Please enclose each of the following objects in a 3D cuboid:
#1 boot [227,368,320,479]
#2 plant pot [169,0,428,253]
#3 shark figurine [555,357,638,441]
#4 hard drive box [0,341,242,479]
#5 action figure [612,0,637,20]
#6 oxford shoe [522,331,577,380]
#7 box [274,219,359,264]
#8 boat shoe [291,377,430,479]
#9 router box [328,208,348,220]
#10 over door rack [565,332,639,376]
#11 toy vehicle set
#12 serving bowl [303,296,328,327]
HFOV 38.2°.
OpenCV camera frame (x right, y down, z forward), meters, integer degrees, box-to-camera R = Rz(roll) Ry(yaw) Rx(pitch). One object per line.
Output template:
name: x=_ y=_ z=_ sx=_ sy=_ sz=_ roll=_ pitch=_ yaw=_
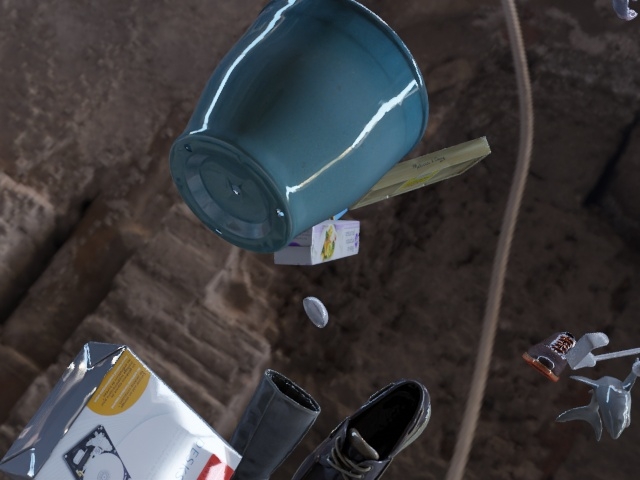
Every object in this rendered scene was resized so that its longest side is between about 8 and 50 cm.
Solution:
boot: x=-0.119 y=0.282 z=1.378 sx=0.189 sy=0.076 sz=0.208 roll=28 pitch=-65 yaw=10
plant pot: x=-0.045 y=-0.131 z=1.157 sx=0.271 sy=0.255 sz=0.272 roll=26 pitch=-36 yaw=21
shark figurine: x=0.541 y=0.303 z=1.832 sx=0.116 sy=0.166 sz=0.278 roll=17 pitch=-10 yaw=5
hard drive box: x=-0.230 y=0.262 z=1.098 sx=0.089 sy=0.181 sz=0.232 roll=-2 pitch=-43 yaw=44
action figure: x=0.336 y=-0.362 z=1.089 sx=0.370 sy=0.275 sz=0.248 roll=-138 pitch=-138 yaw=-55
oxford shoe: x=0.544 y=0.259 z=2.166 sx=0.097 sy=0.098 sz=0.271 roll=38 pitch=13 yaw=14
box: x=0.000 y=0.000 z=1.551 sx=0.067 sy=0.063 sz=0.324 roll=3 pitch=3 yaw=14
boat shoe: x=0.054 y=0.362 z=1.577 sx=0.132 sy=0.355 sz=0.130 roll=35 pitch=-22 yaw=19
router box: x=0.013 y=-0.130 z=1.976 sx=0.046 sy=0.133 sz=0.179 roll=7 pitch=-60 yaw=29
over door rack: x=0.468 y=0.238 z=1.191 sx=0.108 sy=0.324 sz=0.239 roll=-53 pitch=-133 yaw=38
toy vehicle set: x=0.191 y=-0.133 z=1.851 sx=0.166 sy=0.267 sz=0.035 roll=140 pitch=-69 yaw=-73
serving bowl: x=-0.007 y=0.171 z=2.257 sx=0.083 sy=0.027 sz=0.083 roll=45 pitch=-26 yaw=30
